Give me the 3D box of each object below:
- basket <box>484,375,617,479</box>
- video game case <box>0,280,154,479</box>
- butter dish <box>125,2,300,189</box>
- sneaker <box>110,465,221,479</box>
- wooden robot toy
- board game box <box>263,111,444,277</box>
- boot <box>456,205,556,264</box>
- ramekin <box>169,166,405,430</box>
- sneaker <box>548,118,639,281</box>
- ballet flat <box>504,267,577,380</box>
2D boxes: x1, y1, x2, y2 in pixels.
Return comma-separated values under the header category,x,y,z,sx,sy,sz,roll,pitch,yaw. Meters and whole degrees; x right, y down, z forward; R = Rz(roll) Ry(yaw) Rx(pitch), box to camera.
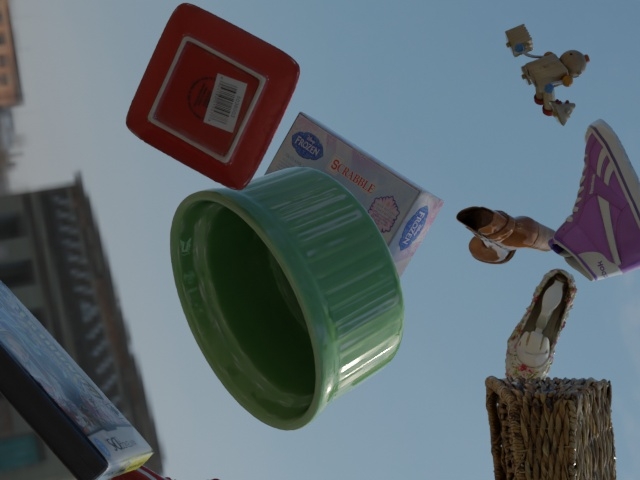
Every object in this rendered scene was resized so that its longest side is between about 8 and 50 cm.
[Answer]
category,x,y,z,sx,sy,sz,roll,pitch,yaw
basket,0.336,0.374,2.254,0.213,0.223,0.299,-14,101,-60
video game case,-0.299,0.142,1.515,0.275,0.035,0.248,47,0,6
butter dish,-0.103,-0.158,1.544,0.160,0.160,0.118,-64,168,16
sneaker,-0.210,0.376,2.066,0.221,0.087,0.128,50,24,-20
wooden robot toy,0.302,-0.214,1.803,0.173,0.079,0.076,-114,-179,-45
board game box,0.000,0.000,2.252,0.319,0.066,0.318,37,-80,42
boot,0.281,-0.016,2.393,0.197,0.152,0.072,-14,-115,51
ramekin,-0.036,0.059,1.697,0.303,0.148,0.303,37,-40,40
sneaker,0.400,-0.059,2.113,0.102,0.161,0.282,52,20,-40
ballet flat,0.380,0.151,2.476,0.077,0.091,0.241,77,32,-70
